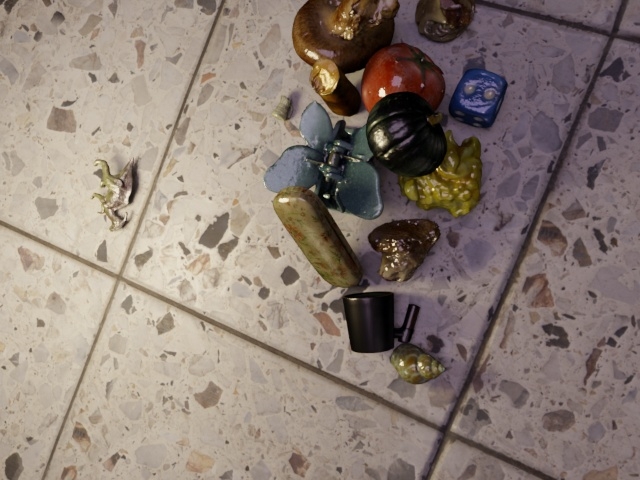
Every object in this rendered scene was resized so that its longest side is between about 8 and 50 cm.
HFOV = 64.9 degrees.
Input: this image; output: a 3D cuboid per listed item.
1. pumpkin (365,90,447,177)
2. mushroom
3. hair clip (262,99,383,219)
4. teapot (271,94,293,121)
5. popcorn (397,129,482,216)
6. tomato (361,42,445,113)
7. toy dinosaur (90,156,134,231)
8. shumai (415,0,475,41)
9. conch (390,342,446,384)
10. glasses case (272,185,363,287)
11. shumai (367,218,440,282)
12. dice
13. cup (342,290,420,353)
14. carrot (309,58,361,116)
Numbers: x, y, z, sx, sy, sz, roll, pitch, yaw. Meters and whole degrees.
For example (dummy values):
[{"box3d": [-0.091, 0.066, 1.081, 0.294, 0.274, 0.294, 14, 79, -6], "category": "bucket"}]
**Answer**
[{"box3d": [0.251, -0.298, 1.401, 0.216, 0.250, 0.249, -23, 80, 40], "category": "pumpkin"}, {"box3d": [0.061, -0.688, 1.597, 0.331, 0.356, 0.334, -34, 72, 11], "category": "mushroom"}, {"box3d": [0.061, -0.248, 1.637, 0.392, 0.238, 0.318, 16, 90, 15], "category": "hair clip"}, {"box3d": [-0.132, -0.470, 1.797, 0.067, 0.057, 0.083, 24, 89, -23], "category": "teapot"}, {"box3d": [0.370, -0.207, 1.563, 0.250, 0.235, 0.241, 6, 61, -5], "category": "popcorn"}, {"box3d": [0.251, -0.479, 1.591, 0.265, 0.265, 0.264, -1, 87, 14], "category": "tomato"}, {"box3d": [-0.799, -0.185, 1.943, 0.162, 0.077, 0.294, 14, 105, 11], "category": "toy dinosaur"}, {"box3d": [0.406, -0.752, 1.638, 0.201, 0.120, 0.201, 0, 90, 14], "category": "shumai"}, {"box3d": [0.301, 0.399, 1.611, 0.116, 0.106, 0.173, -43, 63, -10], "category": "conch"}, {"box3d": [0.000, 0.000, 1.581, 0.157, 0.425, 0.098, 1, 48, 38], "category": "glasses case"}, {"box3d": [0.277, 0.036, 1.627, 0.218, 0.184, 0.185, -16, 118, 2], "category": "shumai"}, {"box3d": [0.495, -0.444, 1.582, 0.146, 0.146, 0.143, 26, 92, 15], "category": "dice"}, {"box3d": [0.196, 0.259, 1.613, 0.239, 0.166, 0.176, -5, 89, 15], "category": "cup"}, {"box3d": [0.055, -0.477, 1.617, 0.114, 0.302, 0.114, -1, 87, 18], "category": "carrot"}]
